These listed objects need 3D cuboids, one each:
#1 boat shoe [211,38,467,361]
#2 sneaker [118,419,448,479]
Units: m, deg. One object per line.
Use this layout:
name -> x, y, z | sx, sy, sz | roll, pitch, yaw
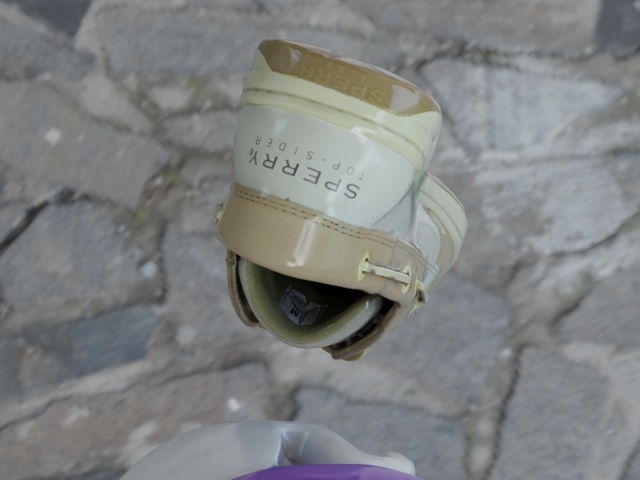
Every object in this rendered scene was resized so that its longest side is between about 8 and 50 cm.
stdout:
boat shoe -> 0.000, 0.000, 0.398 | 0.050, 0.135, 0.045 | 20, 80, 12
sneaker -> 0.071, 0.097, 0.332 | 0.236, 0.104, 0.095 | 16, 82, -10
